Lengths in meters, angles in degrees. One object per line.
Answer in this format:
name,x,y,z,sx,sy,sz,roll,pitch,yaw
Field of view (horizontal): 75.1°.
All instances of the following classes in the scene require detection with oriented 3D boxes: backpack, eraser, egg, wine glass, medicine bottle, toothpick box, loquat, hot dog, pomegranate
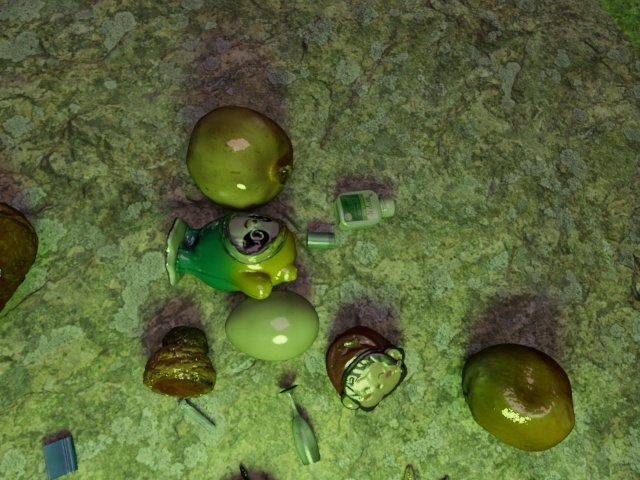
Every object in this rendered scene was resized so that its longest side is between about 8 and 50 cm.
backpack,0.119,0.345,1.165,0.229,0.139,0.229,0,89,1
eraser,-0.645,0.540,1.035,0.063,0.027,0.084,-16,77,-15
egg,-0.130,0.229,1.125,0.254,0.188,0.188,-2,74,-5
wine glass,-0.056,0.499,1.129,0.066,0.066,0.198,-18,80,-14
medicine bottle,0.139,-0.099,1.328,0.183,0.069,0.119,-6,73,-12
toothpick box,0.000,0.000,1.284,0.083,0.052,0.052,2,74,-8
loquat,0.536,0.426,1.150,0.284,0.276,0.276,5,73,9
hot dog,-0.876,0.077,1.007,0.267,0.174,0.387,43,59,-42
pomegranate,-0.217,-0.232,1.193,0.319,0.319,0.319,3,74,-9

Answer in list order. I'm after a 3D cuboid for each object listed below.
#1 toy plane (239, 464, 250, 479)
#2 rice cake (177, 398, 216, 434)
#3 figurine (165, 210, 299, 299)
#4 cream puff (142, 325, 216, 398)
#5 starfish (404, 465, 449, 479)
toy plane,-0.182,0.685,1.058,0.078,0.053,0.197,-29,76,-25
rice cake,-0.329,0.469,1.110,0.121,0.021,0.022,39,62,4
figurine,-0.228,0.036,1.150,0.340,0.231,0.323,4,38,-1
cream puff,-0.356,0.307,1.096,0.183,0.183,0.169,5,50,-8
starfish,0.248,0.740,1.119,0.236,0.062,0.277,38,76,9
